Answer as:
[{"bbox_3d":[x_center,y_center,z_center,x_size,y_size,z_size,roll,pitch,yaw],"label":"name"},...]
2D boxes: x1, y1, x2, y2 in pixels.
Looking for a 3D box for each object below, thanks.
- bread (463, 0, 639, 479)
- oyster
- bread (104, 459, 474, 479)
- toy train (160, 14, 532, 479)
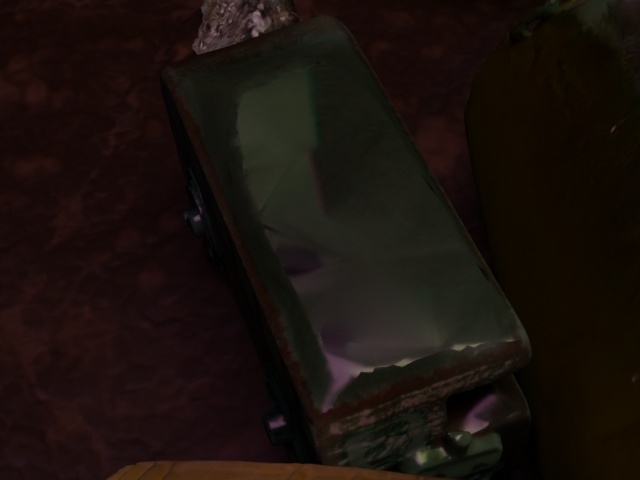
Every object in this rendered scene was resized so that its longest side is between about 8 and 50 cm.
[{"bbox_3d":[0.220,0.015,0.599,0.251,0.208,0.377,-9,59,4],"label":"bread"},{"bbox_3d":[-0.059,-0.159,0.830,0.098,0.037,0.100,-27,58,-15],"label":"oyster"},{"bbox_3d":[-0.001,0.183,0.495,0.288,0.152,0.119,-2,20,21],"label":"bread"},{"bbox_3d":[0.000,0.000,0.646,0.129,0.159,0.326,-18,55,-10],"label":"toy train"}]
